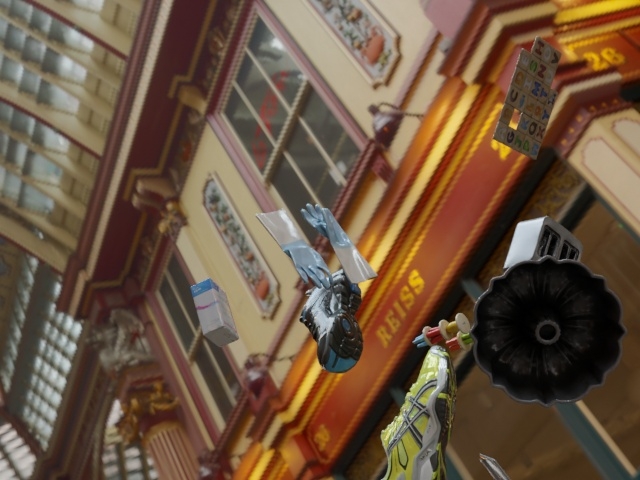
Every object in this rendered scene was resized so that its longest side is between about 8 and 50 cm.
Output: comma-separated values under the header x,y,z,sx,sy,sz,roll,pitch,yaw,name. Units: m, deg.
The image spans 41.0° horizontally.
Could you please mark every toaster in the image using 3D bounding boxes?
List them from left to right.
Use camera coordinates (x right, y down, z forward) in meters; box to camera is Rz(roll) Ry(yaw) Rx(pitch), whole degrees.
x,y,z,sx,sy,sz,roll,pitch,yaw,name
0.589,0.040,2.256,0.168,0.186,0.110,35,-28,-23,toaster

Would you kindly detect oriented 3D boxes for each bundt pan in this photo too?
x,y,z,sx,sy,sz,roll,pitch,yaw,name
0.484,0.188,1.866,0.331,0.331,0.124,-38,3,7,bundt pan

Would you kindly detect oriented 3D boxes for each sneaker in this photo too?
x,y,z,sx,sy,sz,roll,pitch,yaw,name
0.022,0.213,2.101,0.139,0.341,0.125,-25,-63,21,sneaker
0.210,0.405,1.877,0.147,0.385,0.145,4,-30,22,sneaker

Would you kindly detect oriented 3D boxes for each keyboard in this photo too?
x,y,z,sx,sy,sz,roll,pitch,yaw,name
0.421,0.549,1.786,0.014,0.256,0.072,-40,6,-19,keyboard

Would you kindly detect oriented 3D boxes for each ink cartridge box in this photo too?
x,y,z,sx,sy,sz,roll,pitch,yaw,name
-0.225,0.155,1.823,0.052,0.122,0.088,-26,-30,6,ink cartridge box

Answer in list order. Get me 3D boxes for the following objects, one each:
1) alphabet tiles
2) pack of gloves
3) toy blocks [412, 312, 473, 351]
x,y,z,sx,sy,sz,roll,pitch,yaw,name
0.458,-0.309,1.850,0.198,0.009,0.237,13,-84,-49,alphabet tiles
0.000,0.000,1.844,0.195,0.232,0.046,-12,-35,-41,pack of gloves
0.313,0.239,2.094,0.148,0.054,0.123,-28,-45,36,toy blocks
